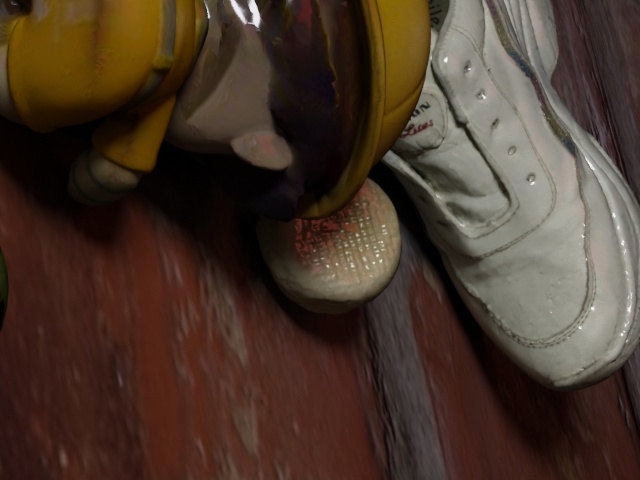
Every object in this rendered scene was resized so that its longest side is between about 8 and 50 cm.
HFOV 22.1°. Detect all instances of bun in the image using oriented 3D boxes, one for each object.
[{"bbox_3d":[0.000,0.000,0.906,0.086,0.055,0.086,9,74,-31],"label":"bun"}]

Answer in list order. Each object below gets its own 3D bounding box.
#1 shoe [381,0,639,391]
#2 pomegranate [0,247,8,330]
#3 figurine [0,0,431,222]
[{"bbox_3d":[0.086,-0.065,1.039,0.210,0.132,0.342,7,62,-55],"label":"shoe"},{"bbox_3d":[-0.177,0.014,0.536,0.161,0.122,0.122,32,35,-4],"label":"pomegranate"},{"bbox_3d":[-0.049,-0.099,0.774,0.257,0.167,0.192,-12,96,-60],"label":"figurine"}]
